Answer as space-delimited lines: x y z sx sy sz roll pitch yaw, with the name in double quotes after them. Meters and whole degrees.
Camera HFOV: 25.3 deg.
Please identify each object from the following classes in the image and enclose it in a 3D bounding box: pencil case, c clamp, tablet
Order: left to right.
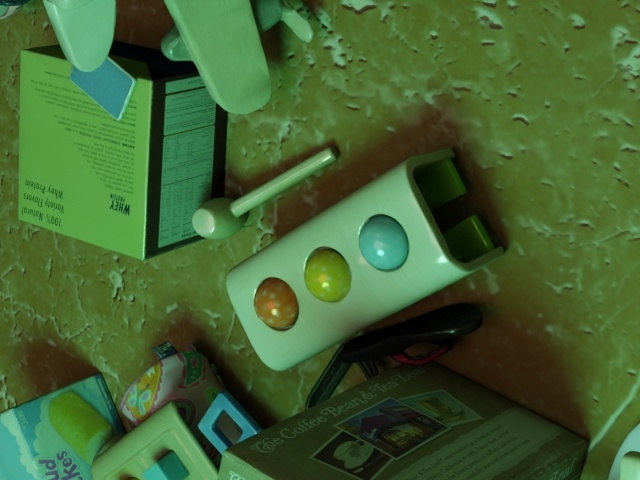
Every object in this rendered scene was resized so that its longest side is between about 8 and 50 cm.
-0.231 -0.171 1.512 0.083 0.006 0.054 40 122 23 "tablet"
-0.107 0.249 1.639 0.284 0.124 0.124 48 125 18 "pencil case"
0.031 0.196 1.561 0.137 0.022 0.160 54 129 42 "c clamp"

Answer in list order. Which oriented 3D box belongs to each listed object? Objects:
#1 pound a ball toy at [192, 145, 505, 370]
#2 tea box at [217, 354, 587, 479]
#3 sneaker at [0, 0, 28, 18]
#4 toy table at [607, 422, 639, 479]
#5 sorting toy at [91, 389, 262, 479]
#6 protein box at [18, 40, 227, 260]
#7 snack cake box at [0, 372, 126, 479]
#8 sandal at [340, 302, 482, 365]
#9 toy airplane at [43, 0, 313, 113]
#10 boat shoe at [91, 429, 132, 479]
0.000 0.000 1.476 0.319 0.136 0.208 -30 84 38 "pound a ball toy"
0.058 0.331 1.399 0.220 0.329 0.323 25 117 30 "tea box"
-0.351 -0.325 1.686 0.319 0.112 0.131 13 127 37 "sneaker"
0.317 0.299 1.305 0.252 0.161 0.274 -7 97 38 "toy table"
-0.173 0.300 1.595 0.348 0.047 0.196 -39 80 39 "sorting toy"
-0.224 -0.108 1.614 0.200 0.136 0.201 16 111 32 "protein box"
-0.303 0.317 1.780 0.089 0.152 0.264 -24 88 39 "snack cake box"
0.099 0.106 1.477 0.179 0.067 0.040 -20 101 40 "sandal"
-0.123 -0.330 1.353 0.386 0.384 0.272 -55 34 27 "toy airplane"
-0.163 0.372 1.713 0.116 0.123 0.324 -33 84 36 "boat shoe"
